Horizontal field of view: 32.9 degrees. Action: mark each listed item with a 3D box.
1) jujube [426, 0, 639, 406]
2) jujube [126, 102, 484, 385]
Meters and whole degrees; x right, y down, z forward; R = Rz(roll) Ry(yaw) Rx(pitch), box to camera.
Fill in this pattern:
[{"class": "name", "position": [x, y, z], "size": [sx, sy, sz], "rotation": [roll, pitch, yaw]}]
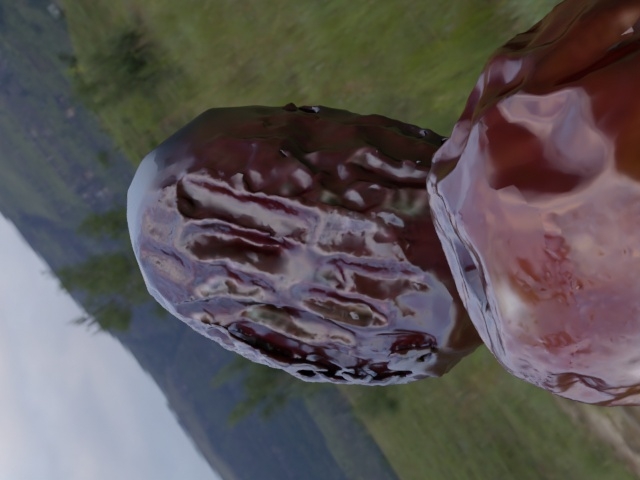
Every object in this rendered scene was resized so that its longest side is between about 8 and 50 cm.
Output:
[{"class": "jujube", "position": [0.165, -0.032, 0.381], "size": [0.174, 0.251, 0.174], "rotation": [-25, -90, -89]}, {"class": "jujube", "position": [0.000, 0.000, 0.978], "size": [0.377, 0.258, 0.258], "rotation": [20, 165, 29]}]
